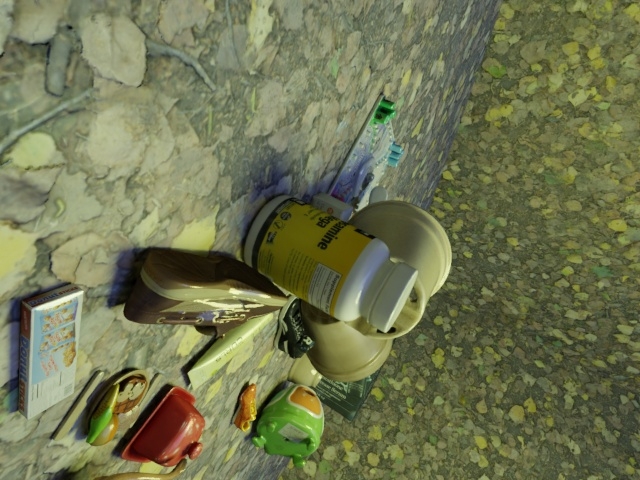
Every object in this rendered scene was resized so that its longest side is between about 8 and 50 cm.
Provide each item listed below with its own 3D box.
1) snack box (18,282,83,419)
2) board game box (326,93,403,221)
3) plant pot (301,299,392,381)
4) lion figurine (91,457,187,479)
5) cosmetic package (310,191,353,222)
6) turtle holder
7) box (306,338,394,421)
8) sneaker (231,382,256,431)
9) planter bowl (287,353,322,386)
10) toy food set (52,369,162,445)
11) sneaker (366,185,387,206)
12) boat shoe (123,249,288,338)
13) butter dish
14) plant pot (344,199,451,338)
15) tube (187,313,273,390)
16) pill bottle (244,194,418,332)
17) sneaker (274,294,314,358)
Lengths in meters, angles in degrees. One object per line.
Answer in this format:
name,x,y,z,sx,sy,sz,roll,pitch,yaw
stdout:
snack box,-0.341,0.141,0.537,0.064,0.022,0.178,-27,141,-59
board game box,0.148,-0.197,1.347,0.390,0.050,0.390,-62,162,-3
plant pot,0.067,0.271,1.442,0.323,0.323,0.280,-53,143,-26
lion figurine,-0.400,0.499,0.672,0.392,0.142,0.240,-57,135,-30
cosmetic package,0.000,0.000,1.143,0.060,0.099,0.239,-33,145,-58
turtle holder,-0.106,0.698,1.610,0.227,0.243,0.320,-67,163,-53
box,0.117,0.523,1.875,0.212,0.293,0.395,-21,135,-64
sneaker,-0.220,0.512,1.311,0.064,0.067,0.175,-28,140,-57
planter bowl,-0.045,0.533,1.743,0.162,0.109,0.162,-52,159,-29
toy food set,-0.336,0.282,0.719,0.132,0.038,0.192,-60,162,-10
sneaker,0.170,-0.075,1.390,0.094,0.080,0.212,-36,149,-76
boat shoe,-0.187,0.106,0.749,0.123,0.123,0.342,-55,154,8
butter dish,-0.295,0.404,0.874,0.160,0.118,0.160,-55,160,-25
plant pot,0.174,0.088,1.124,0.305,0.334,0.334,-47,158,-66
tube,-0.208,0.239,0.983,0.240,0.062,0.070,-43,113,-36
pill bottle,0.022,0.050,0.894,0.188,0.334,0.188,-53,160,-29
sneaker,-0.065,0.273,1.308,0.079,0.121,0.217,-41,152,-51
